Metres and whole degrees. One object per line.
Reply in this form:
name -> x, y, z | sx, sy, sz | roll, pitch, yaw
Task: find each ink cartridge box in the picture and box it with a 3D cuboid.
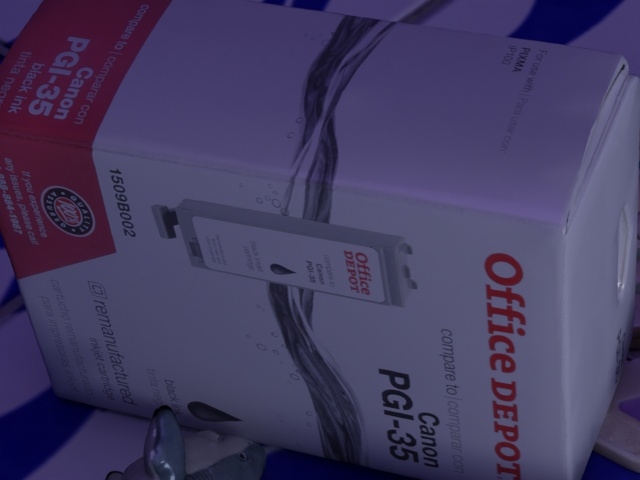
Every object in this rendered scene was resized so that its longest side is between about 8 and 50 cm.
ink cartridge box -> 0.000, 0.000, 0.903 | 0.283, 0.207, 0.117 | 11, 49, 18

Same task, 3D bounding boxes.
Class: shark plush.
shark plush -> -0.065, 0.144, 0.864 | 0.067, 0.073, 0.161 | 25, 32, -14

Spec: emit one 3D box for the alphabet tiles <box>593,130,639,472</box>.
alphabet tiles -> 0.189, 0.010, 1.037 | 0.284, 0.021, 0.278 | 27, 48, 32
